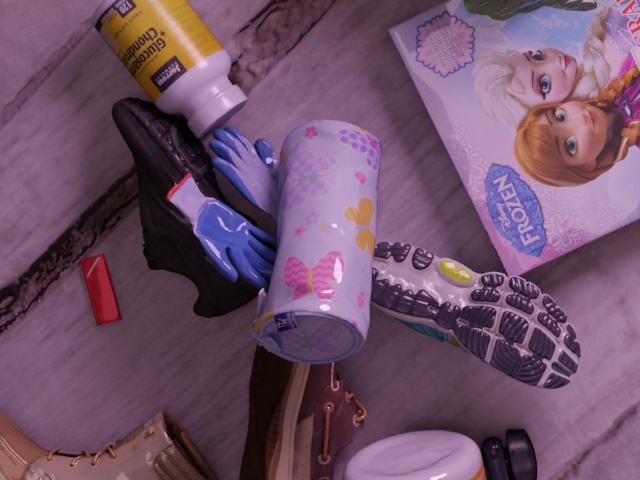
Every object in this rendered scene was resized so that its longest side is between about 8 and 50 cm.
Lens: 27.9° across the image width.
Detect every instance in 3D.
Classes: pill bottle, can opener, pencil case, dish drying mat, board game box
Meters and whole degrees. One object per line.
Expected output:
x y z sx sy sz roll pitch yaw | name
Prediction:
0.128 0.371 1.469 0.162 0.162 0.278 -11 102 8 | pill bottle
0.221 0.315 1.508 0.073 0.059 0.186 -6 96 17 | can opener
-0.168 -0.211 1.476 0.103 0.103 0.184 -38 90 9 | pill bottle
0.000 0.000 1.409 0.124 0.113 0.273 -16 51 32 | pencil case
-0.267 0.060 1.564 0.032 0.008 0.083 -13 94 7 | dish drying mat
0.286 -0.165 1.447 0.318 0.066 0.318 -27 92 9 | board game box

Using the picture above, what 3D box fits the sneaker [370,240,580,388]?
0.167 0.081 1.468 0.275 0.110 0.107 27 78 9 | sneaker

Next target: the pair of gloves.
-0.085 -0.042 1.458 0.159 0.198 0.023 47 132 -14 | pair of gloves

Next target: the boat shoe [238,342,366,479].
-0.010 0.205 1.510 0.123 0.123 0.342 8 92 -24 | boat shoe

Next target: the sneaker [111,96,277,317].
-0.169 -0.034 1.499 0.130 0.109 0.286 -34 88 17 | sneaker

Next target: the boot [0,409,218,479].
-0.270 0.259 1.541 0.203 0.095 0.262 -42 92 9 | boot
